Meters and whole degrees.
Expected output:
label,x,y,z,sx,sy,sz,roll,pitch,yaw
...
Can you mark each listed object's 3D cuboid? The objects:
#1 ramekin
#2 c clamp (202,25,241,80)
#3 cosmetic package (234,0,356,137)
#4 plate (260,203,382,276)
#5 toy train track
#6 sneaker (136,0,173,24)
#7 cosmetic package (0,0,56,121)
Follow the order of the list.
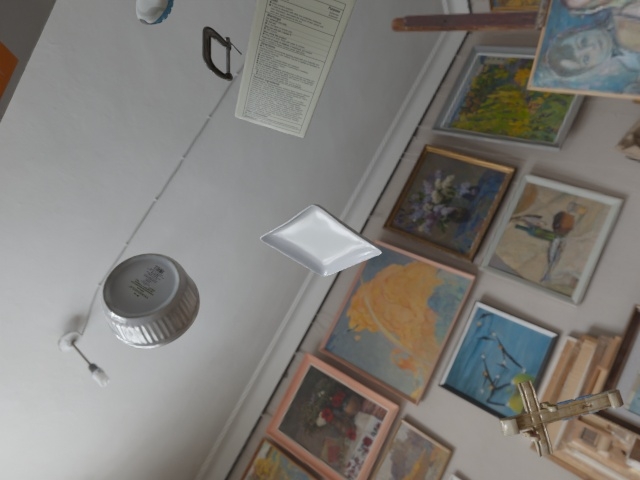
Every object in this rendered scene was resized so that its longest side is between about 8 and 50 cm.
label,x,y,z,sx,sy,sz,roll,pitch,yaw
ramekin,-0.385,0.125,0.949,0.207,0.207,0.109,-45,-23,-29
c clamp,-0.246,-0.467,1.070,0.137,0.022,0.161,35,-134,-50
cosmetic package,-0.056,-0.364,0.810,0.309,0.160,0.113,120,160,-49
plate,0.000,0.000,1.291,0.277,0.278,0.045,32,-129,-28
toy train track,0.160,0.113,0.277,0.014,0.083,0.048,101,156,-81
sneaker,-0.314,-0.510,0.802,0.083,0.071,0.191,18,-89,-81
cosmetic package,-0.418,-0.323,0.432,0.230,0.161,0.454,73,-157,-69
